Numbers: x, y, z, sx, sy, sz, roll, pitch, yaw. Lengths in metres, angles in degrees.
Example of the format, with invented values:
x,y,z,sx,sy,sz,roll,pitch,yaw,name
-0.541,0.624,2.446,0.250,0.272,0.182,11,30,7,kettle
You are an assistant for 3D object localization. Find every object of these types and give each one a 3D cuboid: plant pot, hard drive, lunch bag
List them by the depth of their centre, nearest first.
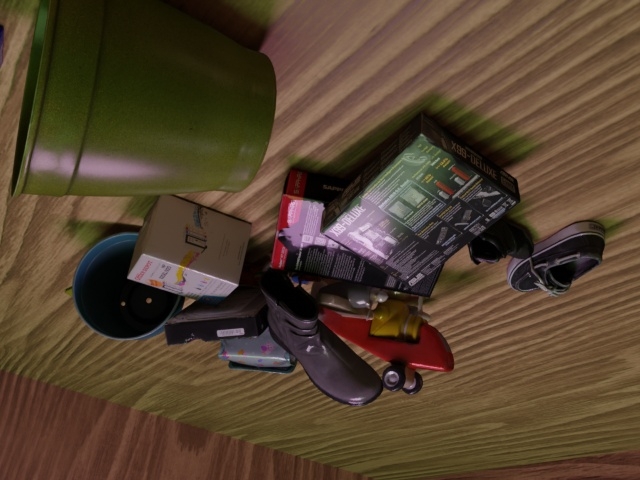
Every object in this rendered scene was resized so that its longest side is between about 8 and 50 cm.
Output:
x,y,z,sx,sy,sz,roll,pitch,yaw,name
-0.271,-0.221,1.179,0.353,0.366,0.366,9,154,-25,plant pot
-0.226,0.180,1.912,0.237,0.064,0.339,-6,-172,14,hard drive
-0.472,0.138,1.958,0.272,0.271,0.255,8,167,3,plant pot
-0.180,0.319,2.288,0.224,0.160,0.262,3,162,4,lunch bag

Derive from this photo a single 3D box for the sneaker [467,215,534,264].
x,y,z,sx,sy,sz,roll,pitch,yaw,name
0.377,0.013,1.590,0.087,0.130,0.228,-13,147,38,sneaker

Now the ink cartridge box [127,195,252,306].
x,y,z,sx,sy,sz,roll,pitch,yaw,name
-0.312,0.026,1.773,0.233,0.168,0.171,20,150,-18,ink cartridge box

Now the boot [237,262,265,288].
x,y,z,sx,sy,sz,roll,pitch,yaw,name
-0.190,0.084,1.963,0.158,0.059,0.084,-9,142,32,boot

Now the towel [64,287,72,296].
x,y,z,sx,sy,sz,roll,pitch,yaw,name
-0.680,0.149,2.268,0.102,0.021,0.237,35,144,-30,towel

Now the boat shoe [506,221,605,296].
x,y,z,sx,sy,sz,roll,pitch,yaw,name
0.521,0.069,1.670,0.113,0.104,0.306,20,150,-19,boat shoe

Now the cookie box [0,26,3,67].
x,y,z,sx,sy,sz,roll,pitch,yaw,name
-0.611,-0.345,1.319,0.092,0.040,0.107,18,150,-16,cookie box

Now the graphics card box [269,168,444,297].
x,y,z,sx,sy,sz,roll,pitch,yaw,name
0.090,-0.011,1.612,0.371,0.094,0.232,11,134,-2,graphics card box

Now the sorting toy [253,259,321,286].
x,y,z,sx,sy,sz,roll,pitch,yaw,name
-0.056,0.076,1.828,0.132,0.046,0.274,18,148,-23,sorting toy

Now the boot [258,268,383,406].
x,y,z,sx,sy,sz,roll,pitch,yaw,name
-0.009,0.219,1.662,0.338,0.118,0.222,32,153,24,boot

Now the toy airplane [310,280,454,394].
x,y,z,sx,sy,sz,roll,pitch,yaw,name
0.131,0.183,1.880,0.385,0.272,0.386,27,180,-13,toy airplane

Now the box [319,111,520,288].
x,y,z,sx,sy,sz,roll,pitch,yaw,name
0.184,-0.064,1.436,0.243,0.076,0.307,31,128,-19,box
